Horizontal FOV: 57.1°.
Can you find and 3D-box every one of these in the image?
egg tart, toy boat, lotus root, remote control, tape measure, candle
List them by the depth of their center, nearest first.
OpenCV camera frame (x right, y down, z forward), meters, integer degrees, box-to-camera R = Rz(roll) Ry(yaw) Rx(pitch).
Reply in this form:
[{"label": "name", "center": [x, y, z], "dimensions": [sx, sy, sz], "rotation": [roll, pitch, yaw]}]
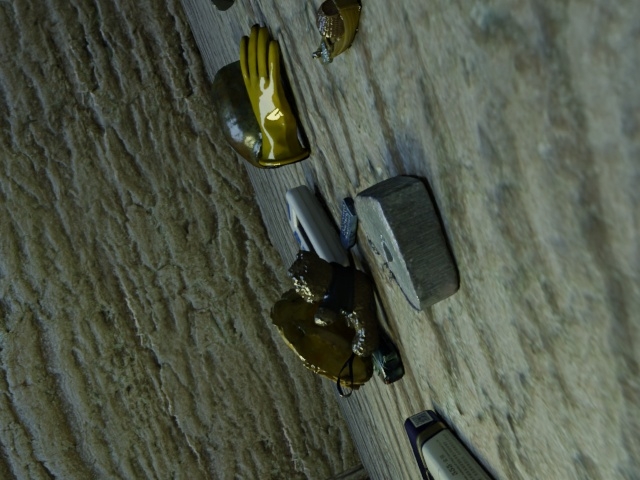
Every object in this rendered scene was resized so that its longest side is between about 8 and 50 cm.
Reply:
[{"label": "toy boat", "center": [0.014, -0.264, 0.741], "dimensions": [0.149, 0.048, 0.047], "rotation": [135, 112, -81]}, {"label": "candle", "center": [0.104, -0.013, 0.763], "dimensions": [0.192, 0.068, 0.168], "rotation": [60, 172, 34]}, {"label": "remote control", "center": [0.057, -0.030, 1.169], "dimensions": [0.152, 0.027, 0.044], "rotation": [88, 164, -63]}, {"label": "tape measure", "center": [0.097, 0.288, 1.278], "dimensions": [0.104, 0.179, 0.107], "rotation": [28, 142, 51]}, {"label": "egg tart", "center": [0.020, 0.211, 1.372], "dimensions": [0.297, 0.132, 0.297], "rotation": [33, -161, -13]}, {"label": "lotus root", "center": [-0.191, -0.307, 1.625], "dimensions": [0.267, 0.149, 0.260], "rotation": [79, 167, -66]}]

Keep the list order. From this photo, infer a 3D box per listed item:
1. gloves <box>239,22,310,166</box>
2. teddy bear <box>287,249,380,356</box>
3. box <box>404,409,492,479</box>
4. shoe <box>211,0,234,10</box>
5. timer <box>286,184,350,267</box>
[{"label": "gloves", "center": [-0.105, -0.316, 1.272], "dimensions": [0.133, 0.116, 0.295], "rotation": [9, 117, 44]}, {"label": "teddy bear", "center": [0.046, 0.112, 1.232], "dimensions": [0.251, 0.129, 0.182], "rotation": [40, -163, -22]}, {"label": "box", "center": [0.242, 0.435, 1.045], "dimensions": [0.259, 0.071, 0.168], "rotation": [-142, 31, -71]}, {"label": "shoe", "center": [-0.267, -0.662, 1.429], "dimensions": [0.077, 0.074, 0.195], "rotation": [-116, 5, -56]}, {"label": "timer", "center": [0.000, 0.000, 1.432], "dimensions": [0.178, 0.078, 0.254], "rotation": [90, 155, -63]}]
